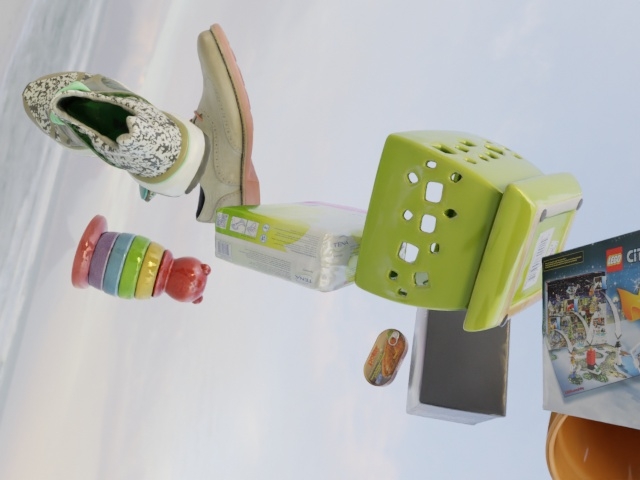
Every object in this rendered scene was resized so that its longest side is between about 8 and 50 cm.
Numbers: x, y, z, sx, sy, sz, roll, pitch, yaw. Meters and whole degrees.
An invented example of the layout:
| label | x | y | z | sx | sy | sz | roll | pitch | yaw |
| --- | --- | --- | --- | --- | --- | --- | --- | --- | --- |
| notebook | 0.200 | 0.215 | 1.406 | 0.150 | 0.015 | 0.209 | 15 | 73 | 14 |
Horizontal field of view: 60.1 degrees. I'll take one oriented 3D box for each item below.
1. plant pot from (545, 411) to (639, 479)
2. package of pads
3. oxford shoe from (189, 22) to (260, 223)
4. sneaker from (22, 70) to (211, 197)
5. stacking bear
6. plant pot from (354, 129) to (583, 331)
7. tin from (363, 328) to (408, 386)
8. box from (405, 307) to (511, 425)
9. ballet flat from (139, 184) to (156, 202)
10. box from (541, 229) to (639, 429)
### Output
| label | x | y | z | sx | sy | sz | roll | pitch | yaw |
| --- | --- | --- | --- | --- | --- | --- | --- | --- | --- |
| plant pot | 0.459 | 0.234 | 0.747 | 0.291 | 0.291 | 0.203 | -58 | 177 | 33 |
| package of pads | 0.000 | 0.000 | 0.947 | 0.229 | 0.296 | 0.101 | 15 | -76 | 32 |
| oxford shoe | -0.203 | -0.197 | 1.049 | 0.140 | 0.147 | 0.397 | -118 | -159 | -58 |
| sneaker | -0.371 | -0.213 | 0.899 | 0.410 | 0.182 | 0.158 | 23 | -95 | 25 |
| stacking bear | -0.405 | 0.068 | 1.287 | 0.164 | 0.289 | 0.175 | -118 | -136 | -74 |
| plant pot | 0.209 | -0.015 | 0.758 | 0.207 | 0.227 | 0.228 | 28 | -63 | 36 |
| tin | 0.207 | 0.371 | 1.748 | 0.106 | 0.040 | 0.189 | 23 | -99 | 33 |
| box | 0.304 | 0.245 | 1.249 | 0.294 | 0.183 | 0.296 | 83 | 16 | -68 |
| ballet flat | -0.323 | -0.150 | 1.080 | 0.070 | 0.070 | 0.188 | -50 | -133 | 42 |
| box | 0.269 | 0.076 | 0.467 | 0.233 | 0.044 | 0.159 | 131 | -35 | -76 |
